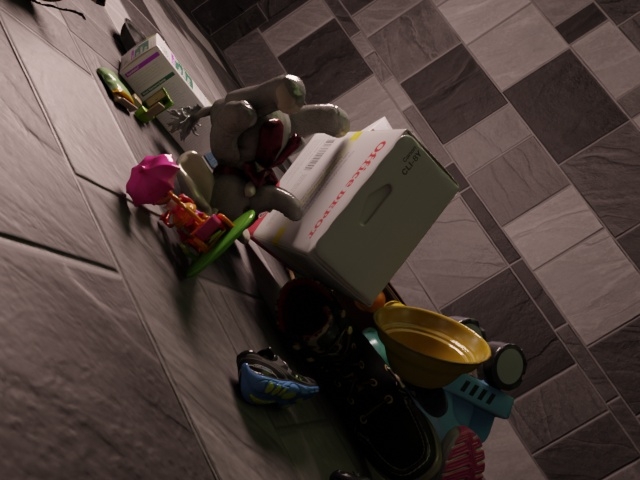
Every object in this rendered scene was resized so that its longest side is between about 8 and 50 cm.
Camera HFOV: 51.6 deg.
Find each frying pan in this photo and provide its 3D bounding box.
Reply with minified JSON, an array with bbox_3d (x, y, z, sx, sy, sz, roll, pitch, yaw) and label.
[{"bbox_3d":[-0.398,-0.440,1.504,0.197,0.053,0.326,50,7,-47],"label":"frying pan"}]

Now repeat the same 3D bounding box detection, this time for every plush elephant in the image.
[{"bbox_3d":[-0.127,-0.127,1.190,0.272,0.330,0.255,13,74,-74],"label":"plush elephant"}]

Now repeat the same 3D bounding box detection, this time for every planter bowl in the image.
[{"bbox_3d":[0.188,0.204,1.194,0.217,0.090,0.217,14,17,-4],"label":"planter bowl"}]

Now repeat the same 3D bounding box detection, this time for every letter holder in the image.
[{"bbox_3d":[0.182,0.214,1.743,0.152,0.214,0.301,-29,85,-51],"label":"letter holder"}]

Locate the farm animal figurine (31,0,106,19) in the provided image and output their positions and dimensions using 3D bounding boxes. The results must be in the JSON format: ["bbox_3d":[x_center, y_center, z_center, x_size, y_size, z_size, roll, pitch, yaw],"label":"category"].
[{"bbox_3d":[-0.411,-0.503,1.036,0.330,0.172,0.326,134,-41,-61],"label":"farm animal figurine"}]

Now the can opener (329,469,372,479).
[{"bbox_3d":[0.066,0.394,0.946,0.059,0.073,0.186,4,-44,46],"label":"can opener"}]

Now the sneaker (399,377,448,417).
[{"bbox_3d":[0.197,0.282,1.236,0.059,0.053,0.144,60,-5,-34],"label":"sneaker"}]

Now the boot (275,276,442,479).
[{"bbox_3d":[0.058,0.243,1.196,0.284,0.138,0.377,54,3,-33],"label":"boot"}]

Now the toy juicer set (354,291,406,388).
[{"bbox_3d":[0.130,0.240,1.447,0.089,0.209,0.329,39,16,-44],"label":"toy juicer set"}]

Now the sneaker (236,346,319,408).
[{"bbox_3d":[-0.057,0.187,0.911,0.188,0.067,0.078,40,25,-61],"label":"sneaker"}]

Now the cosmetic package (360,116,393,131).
[{"bbox_3d":[0.043,-0.107,1.621,0.217,0.385,0.156,57,29,-10],"label":"cosmetic package"}]

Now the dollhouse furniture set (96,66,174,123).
[{"bbox_3d":[-0.320,-0.262,1.172,0.076,0.059,0.152,58,6,16],"label":"dollhouse furniture set"}]

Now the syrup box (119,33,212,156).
[{"bbox_3d":[-0.294,-0.287,1.338,0.236,0.096,0.093,54,7,-34],"label":"syrup box"}]

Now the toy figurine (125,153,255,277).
[{"bbox_3d":[-0.196,-0.049,0.920,0.159,0.130,0.173,46,-13,-12],"label":"toy figurine"}]

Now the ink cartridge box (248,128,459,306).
[{"bbox_3d":[0.040,-0.058,1.274,0.160,0.279,0.385,41,-9,-22],"label":"ink cartridge box"}]

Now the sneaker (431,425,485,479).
[{"bbox_3d":[0.209,0.440,1.203,0.103,0.252,0.111,9,16,-32],"label":"sneaker"}]

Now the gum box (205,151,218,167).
[{"bbox_3d":[-0.272,-0.255,1.591,0.184,0.041,0.157,58,6,3],"label":"gum box"}]

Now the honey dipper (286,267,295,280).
[{"bbox_3d":[-0.062,0.094,1.536,0.030,0.030,0.160,54,4,-25],"label":"honey dipper"}]

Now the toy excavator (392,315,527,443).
[{"bbox_3d":[0.302,0.431,1.511,0.433,0.445,0.222,31,-14,-27],"label":"toy excavator"}]
